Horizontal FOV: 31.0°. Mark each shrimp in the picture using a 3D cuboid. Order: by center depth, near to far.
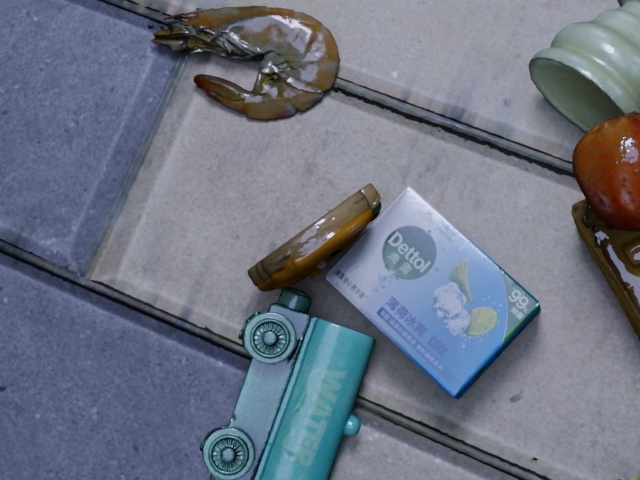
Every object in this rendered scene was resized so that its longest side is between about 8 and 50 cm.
[{"bbox_3d":[-0.094,-0.214,1.371,0.236,0.053,0.133,8,102,9],"label":"shrimp"}]

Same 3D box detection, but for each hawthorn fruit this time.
[{"bbox_3d":[0.311,-0.070,1.132,0.128,0.128,0.128,-2,80,11],"label":"hawthorn fruit"}]

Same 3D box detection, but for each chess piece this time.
[{"bbox_3d":[0.358,-0.241,1.242,0.144,0.144,0.251,39,84,15],"label":"chess piece"}]

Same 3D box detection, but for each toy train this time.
[{"bbox_3d":[-0.032,0.182,1.263,0.159,0.101,0.248,18,85,0],"label":"toy train"}]

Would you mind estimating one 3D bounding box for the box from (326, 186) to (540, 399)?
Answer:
[{"bbox_3d":[0.124,0.058,1.260,0.194,0.073,0.139,43,91,15],"label":"box"}]

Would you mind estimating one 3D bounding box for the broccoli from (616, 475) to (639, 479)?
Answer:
[{"bbox_3d":[0.349,0.336,1.080,0.263,0.243,0.247,-19,75,4],"label":"broccoli"}]

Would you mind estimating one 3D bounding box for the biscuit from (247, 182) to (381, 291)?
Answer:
[{"bbox_3d":[0.002,0.004,1.253,0.170,0.170,0.050,-35,91,3],"label":"biscuit"}]

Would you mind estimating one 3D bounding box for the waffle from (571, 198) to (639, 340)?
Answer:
[{"bbox_3d":[0.453,-0.018,1.200,0.327,0.098,0.224,-28,77,4],"label":"waffle"}]
